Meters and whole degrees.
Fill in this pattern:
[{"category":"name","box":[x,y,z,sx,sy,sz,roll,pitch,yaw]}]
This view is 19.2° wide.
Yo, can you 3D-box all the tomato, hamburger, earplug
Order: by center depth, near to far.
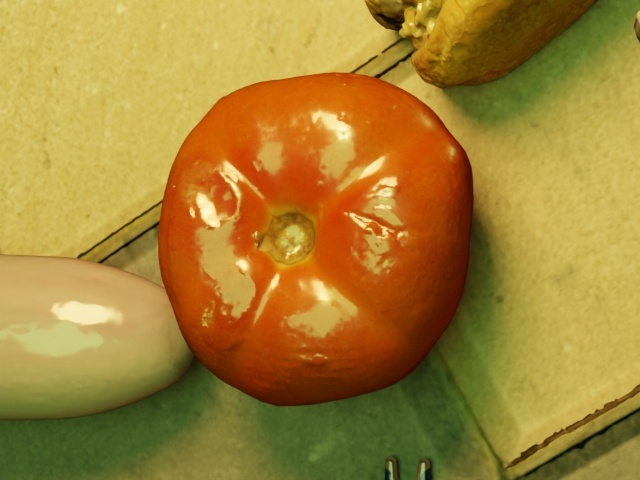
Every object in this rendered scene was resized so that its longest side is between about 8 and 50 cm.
[{"category":"hamburger","box":[0.146,-0.234,1.392,0.283,0.156,0.144,-40,74,19]},{"category":"tomato","box":[0.004,-0.001,1.429,0.259,0.180,0.260,0,90,21]},{"category":"earplug","box":[-0.246,0.079,1.549,0.301,0.172,0.172,0,88,18]}]

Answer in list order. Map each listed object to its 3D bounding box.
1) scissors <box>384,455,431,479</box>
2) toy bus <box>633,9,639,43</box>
[{"category":"scissors","box":[0.068,0.227,1.483,0.039,0.012,0.113,1,88,23]},{"category":"toy bus","box":[0.351,-0.177,1.330,0.268,0.106,0.092,-26,77,20]}]
